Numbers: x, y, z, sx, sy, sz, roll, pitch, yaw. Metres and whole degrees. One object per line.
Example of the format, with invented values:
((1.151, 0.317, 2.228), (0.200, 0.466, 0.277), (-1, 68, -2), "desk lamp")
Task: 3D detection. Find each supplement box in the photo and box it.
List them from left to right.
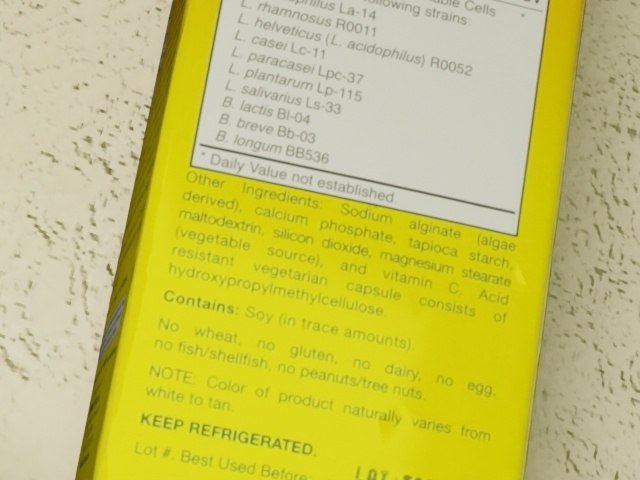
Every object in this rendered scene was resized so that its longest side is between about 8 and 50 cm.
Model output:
((0.000, 0.000, 0.846), (0.194, 0.195, 0.356), (13, 75, -9), "supplement box")
